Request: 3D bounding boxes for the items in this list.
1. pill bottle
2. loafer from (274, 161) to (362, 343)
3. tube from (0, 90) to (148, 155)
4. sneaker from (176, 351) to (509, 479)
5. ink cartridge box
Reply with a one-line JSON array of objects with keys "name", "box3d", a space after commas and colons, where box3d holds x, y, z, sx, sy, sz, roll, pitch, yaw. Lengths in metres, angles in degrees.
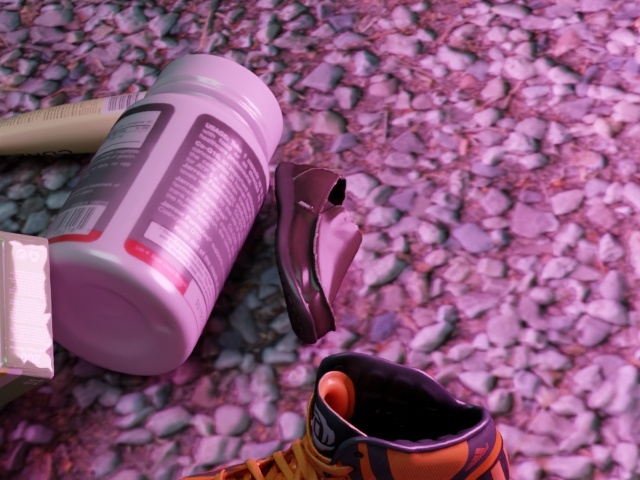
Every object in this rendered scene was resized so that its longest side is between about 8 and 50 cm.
[{"name": "pill bottle", "box3d": [-0.142, -0.031, 1.156, 0.161, 0.161, 0.283, 9, 48, 18]}, {"name": "loafer", "box3d": [0.000, 0.000, 1.157, 0.078, 0.080, 0.220, -8, 45, 3]}, {"name": "tube", "box3d": [-0.281, -0.117, 1.338, 0.240, 0.070, 0.062, -6, 65, 5]}, {"name": "sneaker", "box3d": [-0.022, 0.168, 0.927, 0.321, 0.180, 0.125, -13, 45, -3]}, {"name": "ink cartridge box", "box3d": [-0.281, 0.130, 1.020, 0.056, 0.171, 0.235, 11, 62, -39]}]
